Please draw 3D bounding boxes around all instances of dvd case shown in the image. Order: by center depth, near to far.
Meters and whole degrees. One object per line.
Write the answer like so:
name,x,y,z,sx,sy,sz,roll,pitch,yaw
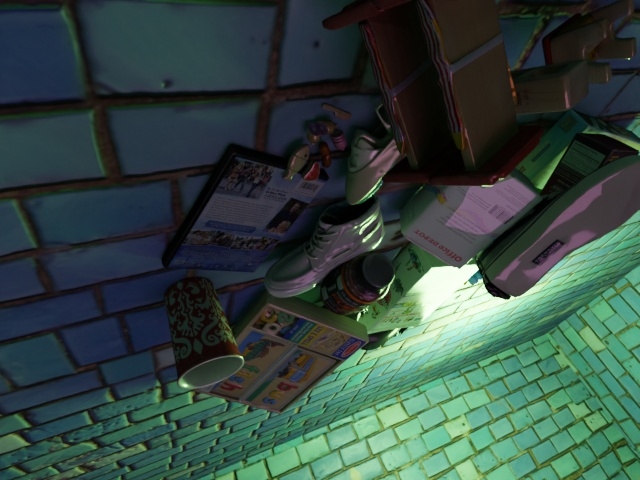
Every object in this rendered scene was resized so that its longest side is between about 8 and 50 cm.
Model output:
dvd case,-0.123,-0.035,0.678,0.180,0.022,0.253,8,135,-43

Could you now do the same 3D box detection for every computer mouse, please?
computer mouse,0.216,0.303,1.387,0.272,0.072,0.188,-9,145,-27

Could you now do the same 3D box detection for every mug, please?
mug,-0.222,0.171,0.763,0.113,0.169,0.150,-9,145,-28

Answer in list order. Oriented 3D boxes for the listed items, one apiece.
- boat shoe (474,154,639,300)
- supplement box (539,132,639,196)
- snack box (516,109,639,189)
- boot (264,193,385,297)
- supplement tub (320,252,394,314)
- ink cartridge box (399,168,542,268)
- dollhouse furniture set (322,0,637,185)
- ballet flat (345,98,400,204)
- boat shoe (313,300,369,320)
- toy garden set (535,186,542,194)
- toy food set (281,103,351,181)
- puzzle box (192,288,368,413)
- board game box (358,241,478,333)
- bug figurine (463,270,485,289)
boat shoe,0.425,-0.050,0.795,0.127,0.158,0.340,30,120,-24
supplement box,0.521,-0.112,0.842,0.104,0.081,0.188,-6,129,-31
snack box,0.589,-0.184,0.964,0.321,0.060,0.187,-1,141,-36
boot,0.000,0.000,0.774,0.258,0.095,0.123,-31,144,-11
supplement tub,0.077,0.089,0.886,0.106,0.106,0.198,-12,164,-24
ink cartridge box,0.278,-0.066,0.811,0.154,0.093,0.212,30,122,-14
dollhouse furniture set,0.211,-0.238,0.495,0.374,0.152,0.201,-38,120,-26
ballet flat,0.097,-0.159,0.624,0.086,0.086,0.248,11,131,-46
boat shoe,0.069,0.164,1.050,0.302,0.091,0.114,-43,146,24
toy garden set,0.355,-0.045,0.944,0.203,0.049,0.244,7,150,-37
toy food set,0.001,-0.131,0.608,0.078,0.019,0.122,5,124,-42
puzzle box,-0.109,0.294,1.039,0.272,0.052,0.409,24,126,-23
board game box,0.256,0.126,1.135,0.224,0.098,0.303,1,137,-37
bug figurine,0.589,0.094,1.365,0.216,0.072,0.279,-43,145,23
